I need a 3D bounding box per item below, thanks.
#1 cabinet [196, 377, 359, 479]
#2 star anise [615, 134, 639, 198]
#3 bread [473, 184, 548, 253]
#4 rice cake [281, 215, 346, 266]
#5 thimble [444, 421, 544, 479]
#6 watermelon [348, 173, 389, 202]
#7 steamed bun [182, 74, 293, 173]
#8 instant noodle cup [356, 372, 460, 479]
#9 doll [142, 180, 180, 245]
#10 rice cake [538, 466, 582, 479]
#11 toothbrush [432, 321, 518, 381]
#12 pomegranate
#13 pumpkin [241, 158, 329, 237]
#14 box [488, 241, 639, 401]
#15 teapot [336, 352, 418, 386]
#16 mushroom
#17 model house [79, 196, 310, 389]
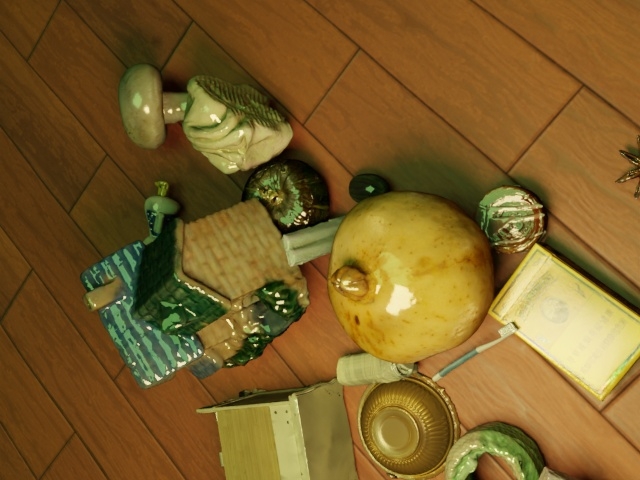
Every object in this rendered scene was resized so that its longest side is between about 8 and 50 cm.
[{"bbox_3d":[-0.108,0.521,1.772,0.318,0.227,0.290,-14,84,30],"label":"cabinet"},{"bbox_3d":[0.677,-0.155,1.448,0.141,0.042,0.141,1,93,31],"label":"star anise"},{"bbox_3d":[0.423,-0.047,1.569,0.160,0.073,0.160,2,94,27],"label":"bread"},{"bbox_3d":[0.000,0.000,1.719,0.040,0.226,0.085,-43,71,48],"label":"rice cake"},{"bbox_3d":[0.378,0.516,1.548,0.219,0.150,0.219,0,89,28],"label":"thimble"},{"bbox_3d":[0.117,-0.126,1.734,0.110,0.078,0.078,7,93,29],"label":"watermelon"},{"bbox_3d":[-0.239,-0.279,1.814,0.268,0.280,0.207,43,118,23],"label":"steamed bun"},{"bbox_3d":[0.193,0.452,1.683,0.274,0.091,0.274,0,90,28],"label":"instant noodle cup"},{"bbox_3d":[-0.468,-0.023,2.029,0.138,0.119,0.293,-173,86,-71],"label":"doll"},{"bbox_3d":[0.571,0.556,1.430,0.298,0.050,0.106,21,100,-5],"label":"rice cake"},{"bbox_3d":[0.341,0.255,1.593,0.275,0.019,0.025,-45,71,41],"label":"toothbrush"},{"bbox_3d":[0.173,0.077,1.512,0.410,0.410,0.410,0,90,28],"label":"pomegranate"},{"bbox_3d":[-0.094,-0.094,1.800,0.238,0.159,0.238,-2,86,31],"label":"pumpkin"},{"bbox_3d":[0.535,0.166,1.500,0.301,0.084,0.193,39,108,23],"label":"box"},{"bbox_3d":[0.143,0.310,1.695,0.200,0.107,0.077,-19,56,47],"label":"teapot"},{"bbox_3d":[-0.452,-0.382,1.990,0.243,0.243,0.243,0,90,28],"label":"mushroom"},{"bbox_3d":[-0.326,0.152,1.714,0.445,0.400,0.395,-34,80,45],"label":"model house"}]
